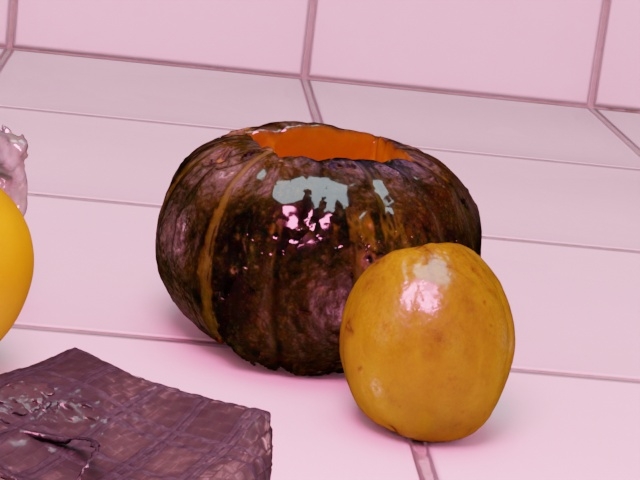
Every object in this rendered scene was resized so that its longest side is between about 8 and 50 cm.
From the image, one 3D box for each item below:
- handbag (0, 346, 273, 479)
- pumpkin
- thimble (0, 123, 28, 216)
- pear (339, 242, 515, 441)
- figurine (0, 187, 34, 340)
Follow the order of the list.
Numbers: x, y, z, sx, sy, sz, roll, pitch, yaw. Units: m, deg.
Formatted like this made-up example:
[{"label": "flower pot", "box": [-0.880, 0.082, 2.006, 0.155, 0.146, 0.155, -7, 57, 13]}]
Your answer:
[{"label": "handbag", "box": [-0.153, 0.147, 1.246, 0.270, 0.089, 0.175, 15, 13, 29]}, {"label": "pumpkin", "box": [0.000, 0.000, 1.695, 0.320, 0.192, 0.320, 8, 14, -2]}, {"label": "thimble", "box": [-0.372, -0.040, 1.674, 0.211, 0.185, 0.149, -37, 32, -21]}, {"label": "pear", "box": [0.086, 0.081, 1.506, 0.148, 0.162, 0.149, 0, 5, 0]}, {"label": "figurine", "box": [-0.376, 0.044, 1.421, 0.215, 0.187, 0.343, 2, 16, 34]}]
